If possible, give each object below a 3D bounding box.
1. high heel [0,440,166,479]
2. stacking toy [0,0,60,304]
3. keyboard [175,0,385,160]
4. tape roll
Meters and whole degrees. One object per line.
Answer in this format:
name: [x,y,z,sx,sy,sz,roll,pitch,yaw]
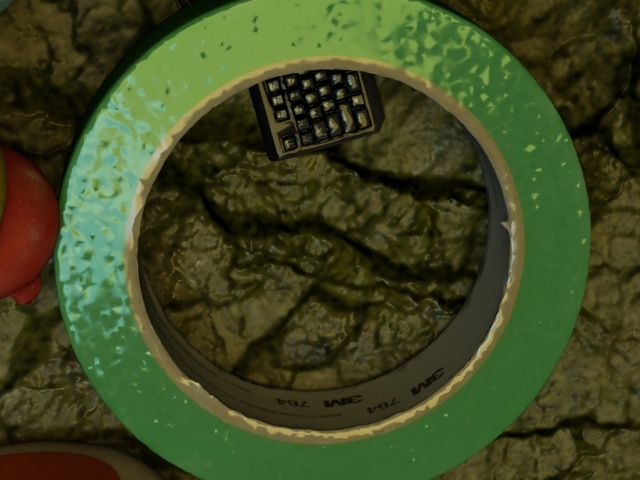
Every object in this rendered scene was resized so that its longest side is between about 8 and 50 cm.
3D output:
high heel: [-0.091,0.245,1.087,0.377,0.127,0.181,13,124,5]
stacking toy: [-0.279,-0.095,1.002,0.280,0.130,0.308,-9,75,21]
keyboard: [-0.032,-0.141,1.071,0.108,0.023,0.180,-16,99,-3]
tape roll: [0.000,0.000,1.051,0.321,0.077,0.321,-2,105,-6]
